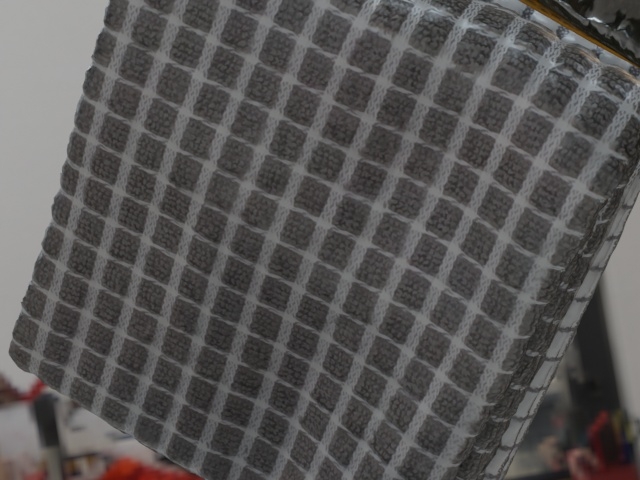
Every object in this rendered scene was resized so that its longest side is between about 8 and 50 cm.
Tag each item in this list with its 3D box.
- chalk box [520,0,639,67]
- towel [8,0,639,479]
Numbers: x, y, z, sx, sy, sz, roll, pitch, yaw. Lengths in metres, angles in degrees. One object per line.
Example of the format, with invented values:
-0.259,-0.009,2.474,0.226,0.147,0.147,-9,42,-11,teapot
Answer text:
0.209,-0.147,0.492,0.179,0.289,0.180,26,11,-21,chalk box
0.000,0.000,0.778,0.235,0.283,0.121,28,28,11,towel
